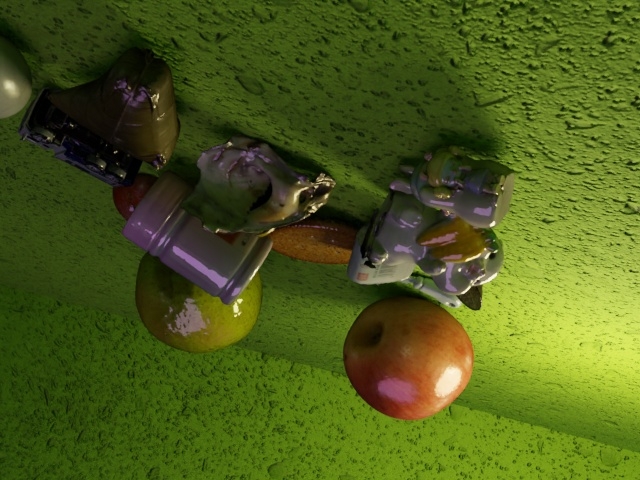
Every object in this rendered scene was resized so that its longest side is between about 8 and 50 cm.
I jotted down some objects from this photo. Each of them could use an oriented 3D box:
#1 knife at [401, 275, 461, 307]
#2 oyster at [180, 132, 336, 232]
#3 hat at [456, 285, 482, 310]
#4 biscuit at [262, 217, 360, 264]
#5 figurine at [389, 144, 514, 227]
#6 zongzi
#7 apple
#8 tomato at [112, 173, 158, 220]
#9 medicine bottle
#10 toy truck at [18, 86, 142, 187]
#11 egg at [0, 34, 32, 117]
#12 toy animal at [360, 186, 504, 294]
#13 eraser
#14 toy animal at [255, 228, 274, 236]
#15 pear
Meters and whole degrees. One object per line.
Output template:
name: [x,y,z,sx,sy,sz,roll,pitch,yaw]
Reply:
knife: [0.234,0.105,2.010,0.332,0.044,0.080,23,163,2]
oyster: [-0.139,-0.113,1.565,0.271,0.275,0.100,45,-172,-26]
hat: [0.384,0.100,1.847,0.146,0.067,0.146,54,164,23]
biscuit: [0.000,0.000,1.872,0.306,0.038,0.305,6,161,2]
figurine: [0.227,-0.109,1.350,0.236,0.127,0.155,18,-177,24]
zongzi: [-0.417,-0.287,1.389,0.300,0.145,0.274,23,156,4]
apple: [0.248,0.331,2.138,0.364,0.363,0.364,15,159,6]
tomato: [-0.455,-0.088,1.976,0.237,0.095,0.236,14,159,6]
medicine bottle: [-0.296,-0.007,1.784,0.316,0.202,0.202,36,156,-9]
toy truck: [-0.543,-0.226,1.656,0.268,0.124,0.155,30,161,-33]
egg: [-0.653,-0.328,1.439,0.151,0.151,0.209,17,159,1]
toy animal: [0.252,0.010,1.523,0.310,0.182,0.247,19,-178,-8]
eraser: [0.160,0.032,1.758,0.174,0.081,0.227,-7,158,-7]
toy animal: [-0.101,-0.097,1.687,0.095,0.219,0.155,34,121,2]
pear: [-0.341,0.134,2.063,0.391,0.390,0.391,15,159,6]
